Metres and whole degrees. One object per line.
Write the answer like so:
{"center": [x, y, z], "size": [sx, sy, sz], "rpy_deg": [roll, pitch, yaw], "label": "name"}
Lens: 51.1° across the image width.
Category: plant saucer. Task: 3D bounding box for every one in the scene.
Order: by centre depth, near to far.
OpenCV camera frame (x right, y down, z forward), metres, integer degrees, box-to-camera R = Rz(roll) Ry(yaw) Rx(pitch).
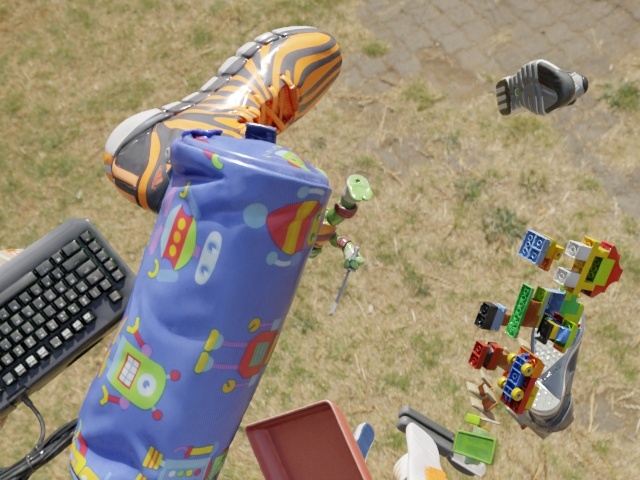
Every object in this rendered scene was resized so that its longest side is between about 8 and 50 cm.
{"center": [-0.001, 0.418, 1.184], "size": [0.047, 0.259, 0.259], "rpy_deg": [-17, 80, -47], "label": "plant saucer"}

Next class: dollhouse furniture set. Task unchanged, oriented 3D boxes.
{"center": [0.248, 0.305, 1.003], "size": [0.058, 0.151, 0.076], "rpy_deg": [10, 77, 28], "label": "dollhouse furniture set"}
{"center": [0.552, 0.406, 1.822], "size": [0.262, 0.135, 0.259], "rpy_deg": [-46, 12, 18], "label": "dollhouse furniture set"}

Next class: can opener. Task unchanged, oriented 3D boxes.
{"center": [0.315, 0.550, 1.786], "size": [0.283, 0.095, 0.076], "rpy_deg": [32, 35, -7], "label": "can opener"}

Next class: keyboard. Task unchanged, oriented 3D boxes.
{"center": [-0.305, 0.141, 0.659], "size": [0.317, 0.033, 0.201], "rpy_deg": [-40, 94, -15], "label": "keyboard"}

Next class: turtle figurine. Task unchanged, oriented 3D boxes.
{"center": [0.000, 0.000, 1.376], "size": [0.197, 0.266, 0.275], "rpy_deg": [33, 48, 11], "label": "turtle figurine"}

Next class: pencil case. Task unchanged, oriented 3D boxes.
{"center": [-0.098, 0.058, 0.516], "size": [0.133, 0.119, 0.306], "rpy_deg": [25, 103, 17], "label": "pencil case"}

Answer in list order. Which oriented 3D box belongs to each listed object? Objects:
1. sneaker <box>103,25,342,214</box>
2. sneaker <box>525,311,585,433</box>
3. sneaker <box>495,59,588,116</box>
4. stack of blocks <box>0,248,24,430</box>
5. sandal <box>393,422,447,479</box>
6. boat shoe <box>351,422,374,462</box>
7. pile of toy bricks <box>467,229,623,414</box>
{"center": [-0.066, -0.119, 0.742], "size": [0.321, 0.125, 0.180], "rpy_deg": [-39, 45, -18], "label": "sneaker"}
{"center": [0.420, 0.233, 1.198], "size": [0.086, 0.163, 0.226], "rpy_deg": [11, 59, 32], "label": "sneaker"}
{"center": [0.384, -0.250, 1.078], "size": [0.132, 0.086, 0.229], "rpy_deg": [-9, 11, -7], "label": "sneaker"}
{"center": [-0.402, 0.160, 0.800], "size": [0.087, 0.171, 0.297], "rpy_deg": [29, 86, -11], "label": "stack of blocks"}
{"center": [0.187, 0.451, 1.287], "size": [0.102, 0.265, 0.076], "rpy_deg": [39, 103, -4], "label": "sandal"}
{"center": [0.068, 0.496, 1.550], "size": [0.066, 0.183, 0.066], "rpy_deg": [-32, 91, 31], "label": "boat shoe"}
{"center": [0.267, 0.089, 0.779], "size": [0.105, 0.212, 0.118], "rpy_deg": [11, 15, -28], "label": "pile of toy bricks"}
